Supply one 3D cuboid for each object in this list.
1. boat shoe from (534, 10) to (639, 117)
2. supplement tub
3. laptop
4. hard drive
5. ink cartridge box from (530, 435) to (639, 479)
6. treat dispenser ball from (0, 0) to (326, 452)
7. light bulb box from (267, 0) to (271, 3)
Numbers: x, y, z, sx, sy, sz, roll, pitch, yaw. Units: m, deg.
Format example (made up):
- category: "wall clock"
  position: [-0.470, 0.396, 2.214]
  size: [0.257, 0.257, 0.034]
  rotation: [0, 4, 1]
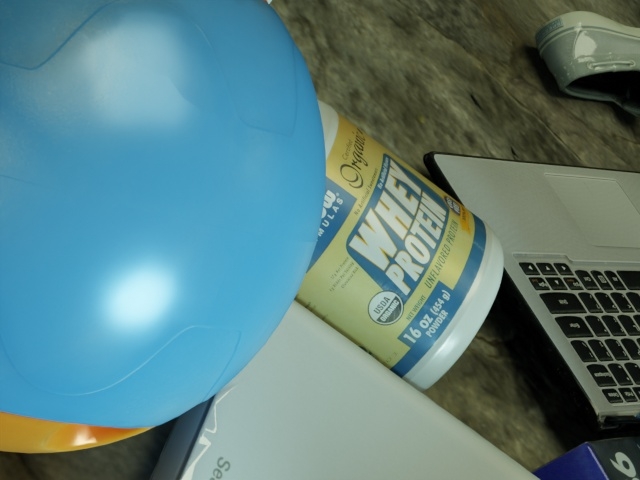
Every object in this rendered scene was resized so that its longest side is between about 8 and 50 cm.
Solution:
- category: "boat shoe"
  position: [0.293, -0.151, 1.783]
  size: [0.227, 0.079, 0.081]
  rotation: [7, 59, -38]
- category: "supplement tub"
  position: [0.000, 0.000, 1.210]
  size: [0.199, 0.144, 0.144]
  rotation: [35, 35, -17]
- category: "laptop"
  position: [0.359, 0.030, 1.480]
  size: [0.382, 0.236, 0.408]
  rotation: [3, 49, -50]
- category: "hard drive"
  position: [0.058, 0.209, 1.121]
  size: [0.353, 0.047, 0.233]
  rotation: [36, 48, -16]
- category: "ink cartridge box"
  position: [0.259, 0.221, 1.363]
  size: [0.332, 0.065, 0.165]
  rotation: [-1, 57, -48]
- category: "treat dispenser ball"
  position: [-0.141, -0.036, 0.967]
  size: [0.288, 0.288, 0.288]
  rotation: [29, 37, -25]
- category: "light bulb box"
  position: [-0.163, -0.316, 1.264]
  size: [0.361, 0.225, 0.358]
  rotation: [32, 36, -11]
